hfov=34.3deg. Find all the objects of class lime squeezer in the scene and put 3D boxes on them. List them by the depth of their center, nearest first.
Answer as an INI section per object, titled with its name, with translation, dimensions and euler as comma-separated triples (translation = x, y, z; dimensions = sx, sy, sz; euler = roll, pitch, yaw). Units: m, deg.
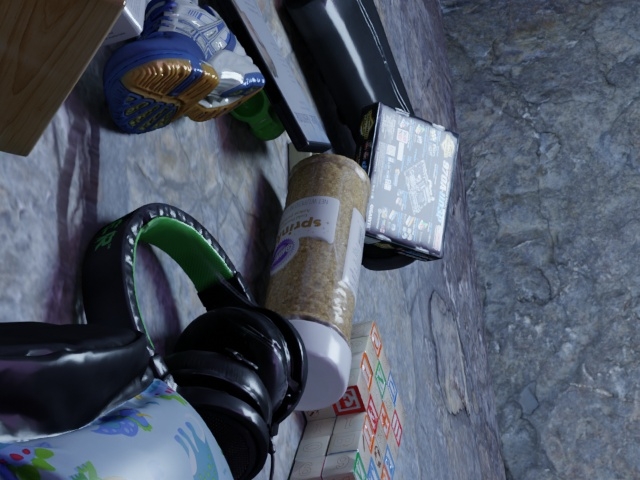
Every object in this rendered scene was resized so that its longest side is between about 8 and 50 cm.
[lime squeezer]
translation = -0.089, -0.197, 1.379
dimensions = 0.310, 0.058, 0.110
euler = 34, 47, -66

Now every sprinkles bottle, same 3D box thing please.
[sprinkles bottle]
translation = -0.007, 0.044, 1.334
dimensions = 0.355, 0.121, 0.121
euler = -80, 153, -45

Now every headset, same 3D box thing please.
[headset]
translation = -0.070, 0.140, 0.980
dimensions = 0.394, 0.185, 0.243
euler = 63, 20, -9

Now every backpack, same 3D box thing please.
[backpack]
translation = -0.152, 0.231, 0.601
dimensions = 0.290, 0.273, 0.356
euler = 14, 77, -79

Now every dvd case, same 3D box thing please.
[dvd case]
translation = -0.065, -0.231, 1.393
dimensions = 0.253, 0.022, 0.180
euler = 62, 10, 1

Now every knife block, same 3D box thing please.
[knife block]
translation = -0.175, -0.180, 0.715
dimensions = 0.276, 0.242, 0.088
euler = 63, 22, -59

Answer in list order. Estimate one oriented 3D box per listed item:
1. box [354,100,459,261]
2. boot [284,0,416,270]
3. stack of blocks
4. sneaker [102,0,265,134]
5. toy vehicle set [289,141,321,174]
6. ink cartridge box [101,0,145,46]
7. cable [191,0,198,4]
[box]
translation = 0.132, -0.093, 1.668
dimensions = 0.175, 0.051, 0.220
euler = 16, 76, -33
[boot]
translation = 0.069, -0.221, 1.756
dimensions = 0.367, 0.146, 0.445
euler = -77, 150, -54
[stack of blocks]
translation = 0.037, 0.261, 1.416
dimensions = 0.297, 0.087, 0.171
euler = -69, 143, -61
[sneaker]
translation = -0.164, -0.194, 1.091
dimensions = 0.131, 0.111, 0.296
euler = 60, 16, 1
[toy vehicle set]
translation = 0.000, 0.000, 1.566
dimensions = 0.166, 0.035, 0.267
euler = 53, 29, -55
[ink cartridge box]
translation = -0.231, -0.285, 0.922
dimensions = 0.191, 0.082, 0.140
euler = 52, 30, -52
[cable]
translation = -0.172, -0.436, 1.212
dimensions = 0.257, 0.089, 0.257
euler = 52, 30, -56
